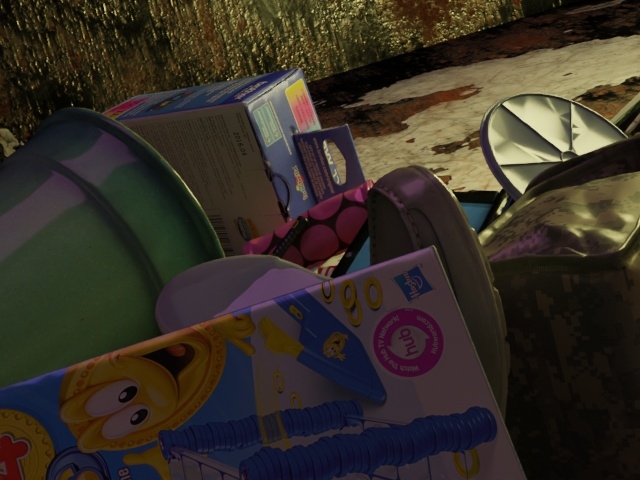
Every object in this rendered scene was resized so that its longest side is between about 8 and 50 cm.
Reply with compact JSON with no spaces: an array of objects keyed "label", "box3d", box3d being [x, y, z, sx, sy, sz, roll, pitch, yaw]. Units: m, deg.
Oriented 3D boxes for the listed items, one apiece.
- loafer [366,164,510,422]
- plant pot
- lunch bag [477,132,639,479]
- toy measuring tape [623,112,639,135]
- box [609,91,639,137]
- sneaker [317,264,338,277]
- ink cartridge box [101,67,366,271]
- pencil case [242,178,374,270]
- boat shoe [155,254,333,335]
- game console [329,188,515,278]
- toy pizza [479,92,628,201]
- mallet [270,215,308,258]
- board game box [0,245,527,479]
[{"label":"loafer","box3d":[0.066,0.110,0.817,0.111,0.319,0.112,-14,14,-16]},{"label":"plant pot","box3d":[-0.337,0.075,1.367,0.341,0.341,0.334,2,32,47]},{"label":"lunch bag","box3d":[0.243,0.062,0.959,0.169,0.235,0.287,-7,18,37]},{"label":"toy measuring tape","box3d":[0.362,-0.068,1.373,0.330,0.121,0.121,-46,15,7]},{"label":"box","box3d":[0.428,-0.164,1.558,0.322,0.058,0.232,-49,-5,35]},{"label":"sneaker","box3d":[0.073,0.024,1.520,0.128,0.087,0.221,0,21,40]},{"label":"ink cartridge box","box3d":[-0.124,-0.090,1.750,0.395,0.270,0.151,-2,27,40]},{"label":"pencil case","box3d":[0.000,0.000,1.591,0.209,0.098,0.095,-26,54,17]},{"label":"boat shoe","box3d":[0.019,0.111,1.193,0.367,0.156,0.136,2,50,19]},{"label":"game console","box3d":[0.133,-0.022,1.339,0.173,0.250,0.293,27,45,6]},{"label":"toy pizza","box3d":[0.251,-0.072,1.230,0.201,0.201,0.032,-30,-21,-41]},{"label":"mallet","box3d":[-0.071,0.049,1.516,0.189,0.039,0.062,-50,30,-6]},{"label":"board game box","box3d":[-0.028,0.195,0.660,0.302,0.308,0.086,-18,-16,-7]}]
